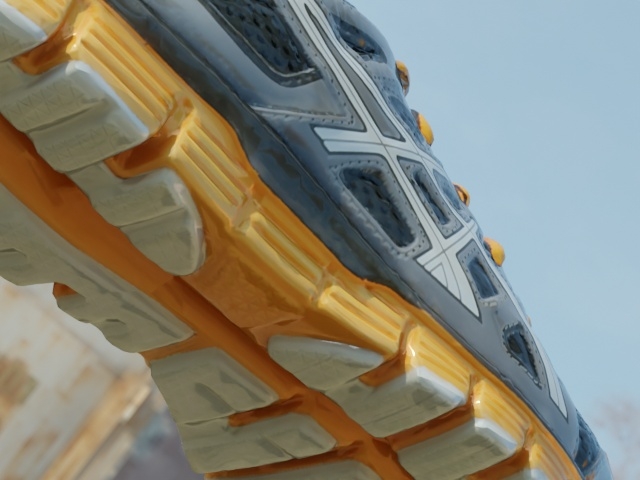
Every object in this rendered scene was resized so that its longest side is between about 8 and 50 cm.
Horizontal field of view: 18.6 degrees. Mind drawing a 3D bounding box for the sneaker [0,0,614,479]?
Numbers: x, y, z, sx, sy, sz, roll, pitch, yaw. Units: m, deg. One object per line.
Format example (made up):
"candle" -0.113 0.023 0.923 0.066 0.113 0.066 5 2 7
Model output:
"sneaker" 0.000 0.000 0.397 0.084 0.083 0.215 -14 -52 37
